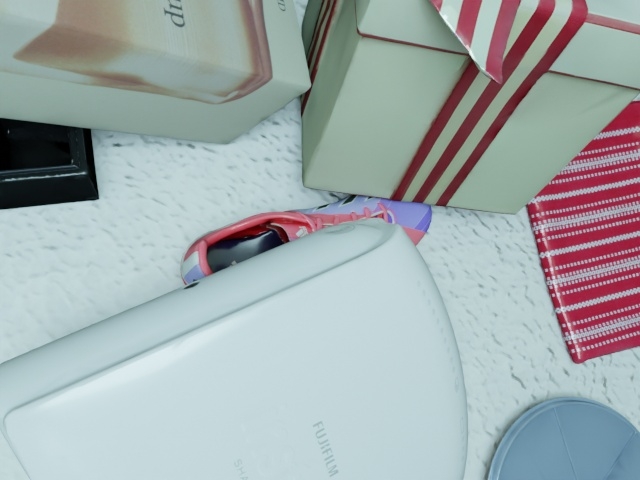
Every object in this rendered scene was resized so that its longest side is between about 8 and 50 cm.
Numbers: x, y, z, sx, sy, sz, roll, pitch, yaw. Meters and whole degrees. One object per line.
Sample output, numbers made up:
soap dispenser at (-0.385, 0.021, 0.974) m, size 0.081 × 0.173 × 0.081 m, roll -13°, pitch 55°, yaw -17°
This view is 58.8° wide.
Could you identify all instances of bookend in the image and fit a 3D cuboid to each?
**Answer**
bookend at (-0.277, -0.108, 0.471) m, size 0.156 × 0.072 × 0.157 m, roll -7°, pitch 79°, yaw -16°

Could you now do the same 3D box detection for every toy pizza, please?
toy pizza at (0.245, 0.254, 0.545) m, size 0.201 × 0.032 × 0.201 m, roll 4°, pitch 75°, yaw -14°

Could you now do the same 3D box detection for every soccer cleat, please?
soccer cleat at (0.000, 0.000, 0.506) m, size 0.248 × 0.095 × 0.083 m, roll -15°, pitch 81°, yaw -17°

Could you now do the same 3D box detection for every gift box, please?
gift box at (0.126, -0.170, 0.462) m, size 0.255 × 0.258 × 0.276 m, roll 2°, pitch 60°, yaw -15°

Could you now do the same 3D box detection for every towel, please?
towel at (0.325, -0.019, 0.631) m, size 0.199 × 0.031 × 0.274 m, roll -9°, pitch 80°, yaw -16°

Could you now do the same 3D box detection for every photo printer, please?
photo printer at (-0.030, 0.137, 0.424) m, size 0.308 × 0.107 × 0.256 m, roll -22°, pitch 109°, yaw -19°

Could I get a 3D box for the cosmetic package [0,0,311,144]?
cosmetic package at (-0.162, -0.173, 0.415) m, size 0.296 × 0.129 × 0.153 m, roll -5°, pitch 77°, yaw -49°
